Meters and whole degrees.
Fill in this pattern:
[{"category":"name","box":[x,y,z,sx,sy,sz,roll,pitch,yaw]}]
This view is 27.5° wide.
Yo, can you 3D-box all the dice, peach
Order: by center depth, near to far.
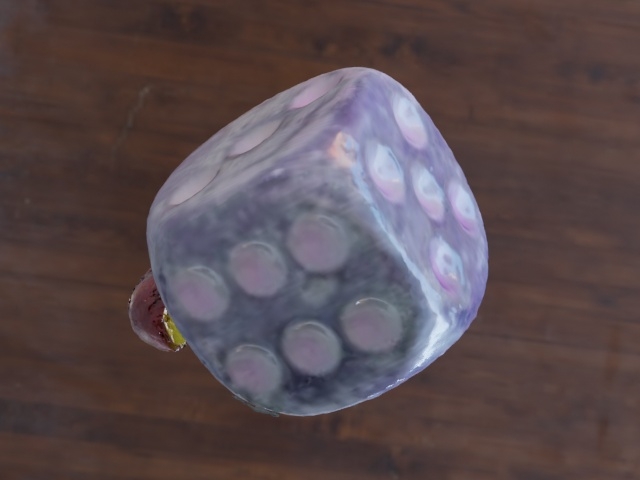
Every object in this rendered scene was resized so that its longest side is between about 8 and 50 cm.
[{"category":"dice","box":[0.000,0.000,1.376,0.270,0.270,0.271,56,29,-19]},{"category":"peach","box":[-0.202,0.073,1.859,0.172,0.092,0.127,-41,-150,9]}]
